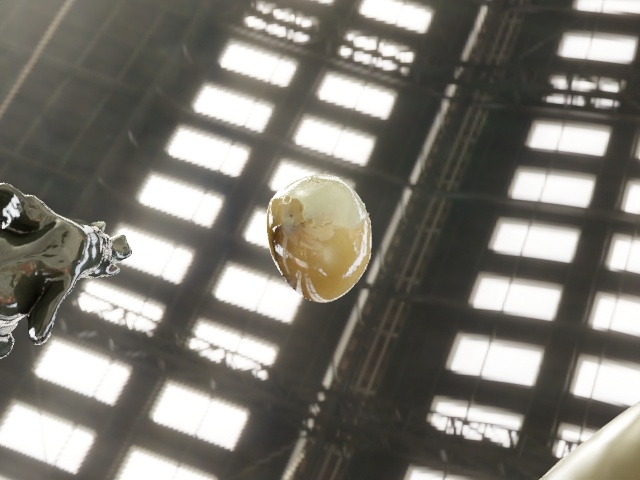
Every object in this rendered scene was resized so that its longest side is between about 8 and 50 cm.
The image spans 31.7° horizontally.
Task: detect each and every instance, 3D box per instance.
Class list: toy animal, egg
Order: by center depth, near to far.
[{"bbox_3d":[0.000,0.000,0.754,0.071,0.083,0.071,-9,-154,4],"label":"egg"},{"bbox_3d":[-0.246,0.041,0.815,0.245,0.146,0.114,-32,-93,-23],"label":"toy animal"}]

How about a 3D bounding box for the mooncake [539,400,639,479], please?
[{"bbox_3d":[0.260,0.257,0.570,0.467,0.467,0.262,-20,-134,-10],"label":"mooncake"}]
